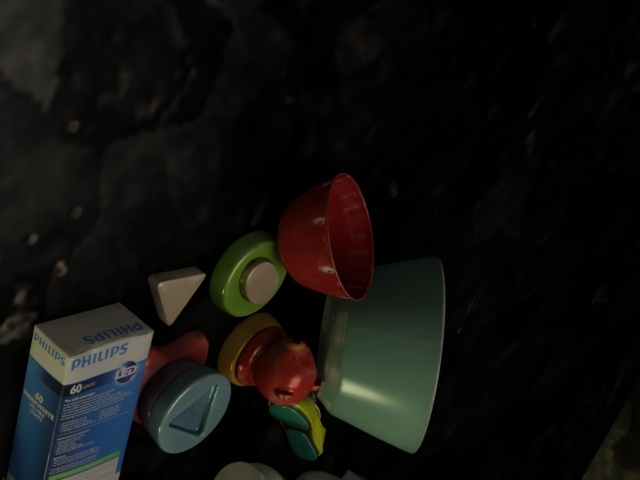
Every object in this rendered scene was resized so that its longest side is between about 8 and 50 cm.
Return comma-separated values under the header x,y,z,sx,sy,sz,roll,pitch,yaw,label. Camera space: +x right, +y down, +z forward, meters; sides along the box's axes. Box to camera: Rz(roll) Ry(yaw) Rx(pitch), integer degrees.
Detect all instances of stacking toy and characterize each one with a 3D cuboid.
x,y,z,sx,sy,sz,roll,pitch,yaw,label
-0.119,0.151,1.530,0.309,0.130,0.279,-22,135,-42,stacking toy

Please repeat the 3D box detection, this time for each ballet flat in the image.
x,y,z,sx,sy,sz,roll,pitch,yaw,label
-0.033,0.292,1.838,0.231,0.077,0.077,72,37,-55,ballet flat

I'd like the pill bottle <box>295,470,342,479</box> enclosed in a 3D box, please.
x,y,z,sx,sy,sz,roll,pitch,yaw,label
-0.023,0.540,2.017,0.117,0.117,0.214,-6,123,-51,pill bottle

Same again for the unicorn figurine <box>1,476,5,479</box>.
x,y,z,sx,sy,sz,roll,pitch,yaw,label
-0.453,0.366,1.341,0.162,0.060,0.111,-1,109,-46,unicorn figurine

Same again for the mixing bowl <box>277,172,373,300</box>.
x,y,z,sx,sy,sz,roll,pitch,yaw,label
0.000,0.000,1.552,0.181,0.098,0.181,-7,90,-69,mixing bowl

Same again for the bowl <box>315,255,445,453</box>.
x,y,z,sx,sy,sz,roll,pitch,yaw,label
0.084,0.167,1.711,0.311,0.163,0.311,-172,-90,-85,bowl

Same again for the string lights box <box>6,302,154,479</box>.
x,y,z,sx,sy,sz,roll,pitch,yaw,label
-0.307,0.218,1.390,0.133,0.077,0.259,-14,129,-48,string lights box

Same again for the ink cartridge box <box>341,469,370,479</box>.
x,y,z,sx,sy,sz,roll,pitch,yaw,label
0.079,0.535,2.201,0.104,0.060,0.180,-54,148,-4,ink cartridge box

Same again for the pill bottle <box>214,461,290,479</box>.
x,y,z,sx,sy,sz,roll,pitch,yaw,label
-0.097,0.441,1.827,0.121,0.121,0.216,-50,148,-9,pill bottle
